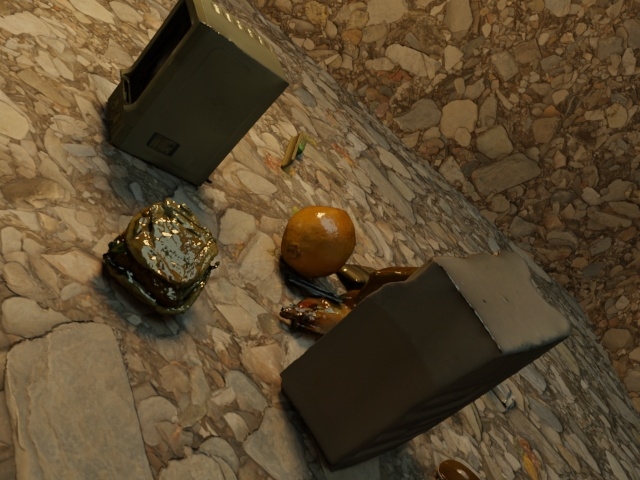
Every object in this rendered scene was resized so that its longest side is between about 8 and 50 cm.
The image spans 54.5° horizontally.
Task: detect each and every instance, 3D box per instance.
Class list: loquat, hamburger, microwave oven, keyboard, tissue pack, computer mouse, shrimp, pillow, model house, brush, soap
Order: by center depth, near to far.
[{"bbox_3d":[-0.291,0.037,1.151,0.183,0.130,0.206,40,42,-9],"label":"hamburger"},{"bbox_3d":[0.193,0.220,1.173,0.350,0.435,0.213,2,50,-44],"label":"soap"},{"bbox_3d":[0.351,0.594,1.375,0.245,0.056,0.126,54,24,23],"label":"computer mouse"},{"bbox_3d":[-0.296,-0.355,1.462,0.286,0.355,0.218,25,30,-39],"label":"microwave oven"},{"bbox_3d":[0.000,0.176,1.474,0.294,0.062,0.154,18,23,-52],"label":"shrimp"},{"bbox_3d":[-0.014,0.120,1.538,0.155,0.010,0.053,25,5,-15],"label":"keyboard"},{"bbox_3d":[0.000,0.000,1.587,0.176,0.187,0.234,45,30,19],"label":"loquat"},{"bbox_3d":[0.214,0.135,1.663,0.173,0.239,0.268,51,24,14],"label":"model house"},{"bbox_3d":[0.125,0.102,1.800,0.113,0.038,0.203,34,14,38],"label":"pillow"},{"bbox_3d":[0.560,0.443,2.014,0.193,0.026,0.122,54,24,18],"label":"tissue pack"},{"bbox_3d":[-0.090,-0.302,2.114,0.048,0.054,0.282,52,20,-18],"label":"brush"}]
